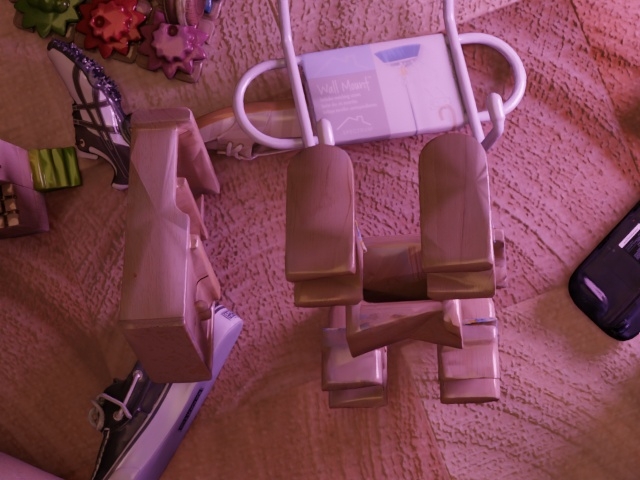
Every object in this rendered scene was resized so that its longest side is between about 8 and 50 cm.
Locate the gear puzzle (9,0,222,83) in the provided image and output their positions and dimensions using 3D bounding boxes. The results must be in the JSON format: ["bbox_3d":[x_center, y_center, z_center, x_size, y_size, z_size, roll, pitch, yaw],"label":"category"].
[{"bbox_3d":[-0.281,-0.317,1.916,0.338,0.044,0.176,18,89,5],"label":"gear puzzle"}]

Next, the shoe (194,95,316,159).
[{"bbox_3d":[-0.063,-0.127,1.875,0.219,0.076,0.058,-11,80,1],"label":"shoe"}]

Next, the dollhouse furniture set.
[{"bbox_3d":[0.000,0.000,1.732,0.394,0.362,0.257,-4,63,7],"label":"dollhouse furniture set"}]

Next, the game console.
[{"bbox_3d":[0.424,-0.051,1.854,0.213,0.044,0.361,43,90,7],"label":"game console"}]

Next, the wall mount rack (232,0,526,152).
[{"bbox_3d":[0.068,-0.235,1.816,0.350,0.130,0.304,-9,75,-12],"label":"wall mount rack"}]

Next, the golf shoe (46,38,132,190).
[{"bbox_3d":[-0.268,-0.146,1.887,0.094,0.077,0.198,-40,90,8],"label":"golf shoe"}]

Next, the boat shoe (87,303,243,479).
[{"bbox_3d":[-0.210,0.196,1.853,0.105,0.113,0.306,29,87,12],"label":"boat shoe"}]

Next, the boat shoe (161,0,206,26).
[{"bbox_3d":[-0.183,-0.345,1.854,0.095,0.095,0.258,-5,52,2],"label":"boat shoe"}]

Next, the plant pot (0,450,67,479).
[{"bbox_3d":[-0.452,0.330,1.783,0.305,0.334,0.334,17,88,-7],"label":"plant pot"}]

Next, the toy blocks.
[{"bbox_3d":[-0.482,-0.039,1.809,0.381,0.261,0.191,-11,86,4],"label":"toy blocks"}]
